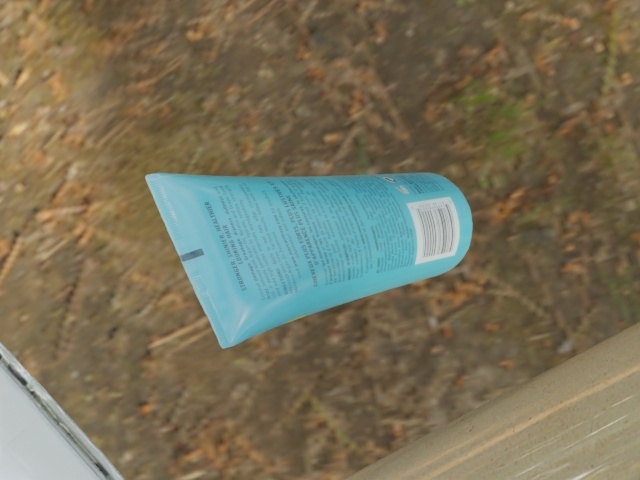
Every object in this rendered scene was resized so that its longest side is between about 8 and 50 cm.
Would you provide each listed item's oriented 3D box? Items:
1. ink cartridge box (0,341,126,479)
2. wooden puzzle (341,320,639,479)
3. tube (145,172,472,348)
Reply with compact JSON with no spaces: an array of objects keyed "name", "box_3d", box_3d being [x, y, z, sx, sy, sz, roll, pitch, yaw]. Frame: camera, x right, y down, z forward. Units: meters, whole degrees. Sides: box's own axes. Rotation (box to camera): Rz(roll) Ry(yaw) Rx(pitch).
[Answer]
[{"name":"ink cartridge box","box_3d":[-0.202,0.149,0.775,0.226,0.306,0.131,-42,90,-16]},{"name":"wooden puzzle","box_3d":[0.097,0.209,0.611,0.080,0.322,0.348,30,37,-48]},{"name":"tube","box_3d":[0.000,0.000,0.872,0.207,0.052,0.080,-8,65,-57]}]
